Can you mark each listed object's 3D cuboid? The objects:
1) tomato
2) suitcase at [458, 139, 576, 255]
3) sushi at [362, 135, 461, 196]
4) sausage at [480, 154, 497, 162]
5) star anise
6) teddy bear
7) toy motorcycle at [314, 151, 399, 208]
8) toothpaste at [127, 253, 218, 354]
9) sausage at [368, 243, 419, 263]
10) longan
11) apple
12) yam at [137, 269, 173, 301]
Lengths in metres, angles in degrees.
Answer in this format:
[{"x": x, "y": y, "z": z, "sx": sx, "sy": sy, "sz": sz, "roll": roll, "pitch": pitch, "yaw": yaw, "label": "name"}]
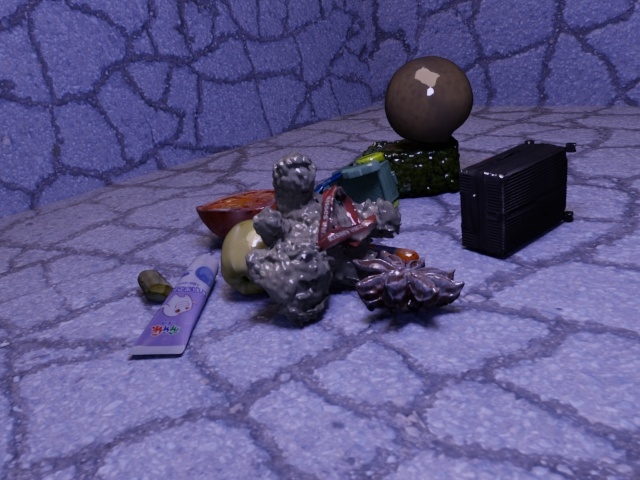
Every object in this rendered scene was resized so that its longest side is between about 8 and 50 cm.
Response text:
[{"x": -0.209, "y": -0.071, "z": 1.707, "sx": 0.338, "sy": 0.144, "sz": 0.338, "roll": -7, "pitch": 17, "yaw": 2, "label": "tomato"}, {"x": 0.524, "y": -0.120, "z": 1.416, "sx": 0.335, "sy": 0.230, "sz": 0.152, "roll": -24, "pitch": 25, "yaw": -34, "label": "suitcase"}, {"x": 0.329, "y": -0.278, "z": 1.958, "sx": 0.351, "sy": 0.178, "sz": 0.294, "roll": -5, "pitch": 23, "yaw": 11, "label": "sushi"}, {"x": 0.724, "y": -0.279, "z": 1.934, "sx": 0.288, "sy": 0.086, "sz": 0.086, "roll": -6, "pitch": 22, "yaw": 4, "label": "sausage"}, {"x": 0.182, "y": 0.103, "z": 1.168, "sx": 0.235, "sy": 0.109, "sz": 0.223, "roll": 7, "pitch": 21, "yaw": 1, "label": "star anise"}, {"x": -0.005, "y": 0.020, "z": 1.249, "sx": 0.224, "sy": 0.357, "sz": 0.368, "roll": -45, "pitch": 23, "yaw": 44, "label": "teddy bear"}, {"x": 0.083, "y": -0.154, "z": 1.771, "sx": 0.326, "sy": 0.191, "sz": 0.200, "roll": -11, "pitch": 17, "yaw": 34, "label": "toy motorcycle"}, {"x": -0.332, "y": 0.158, "z": 1.300, "sx": 0.125, "sy": 0.080, "sz": 0.371, "roll": -2, "pitch": 30, "yaw": 9, "label": "toothpaste"}, {"x": 0.107, "y": 0.030, "z": 1.417, "sx": 0.347, "sy": 0.053, "sz": 0.053, "roll": 9, "pitch": 27, "yaw": 27, "label": "sausage"}, {"x": 0.368, "y": -0.472, "z": 1.820, "sx": 0.318, "sy": 0.319, "sz": 0.319, "roll": -8, "pitch": 22, "yaw": 3, "label": "longan"}, {"x": -0.166, "y": 0.041, "z": 1.361, "sx": 0.199, "sy": 0.200, "sz": 0.200, "roll": -8, "pitch": 22, "yaw": 3, "label": "apple"}, {"x": -0.439, "y": 0.123, "z": 1.417, "sx": 0.069, "sy": 0.070, "sz": 0.146, "roll": -20, "pitch": 25, "yaw": -26, "label": "yam"}]
